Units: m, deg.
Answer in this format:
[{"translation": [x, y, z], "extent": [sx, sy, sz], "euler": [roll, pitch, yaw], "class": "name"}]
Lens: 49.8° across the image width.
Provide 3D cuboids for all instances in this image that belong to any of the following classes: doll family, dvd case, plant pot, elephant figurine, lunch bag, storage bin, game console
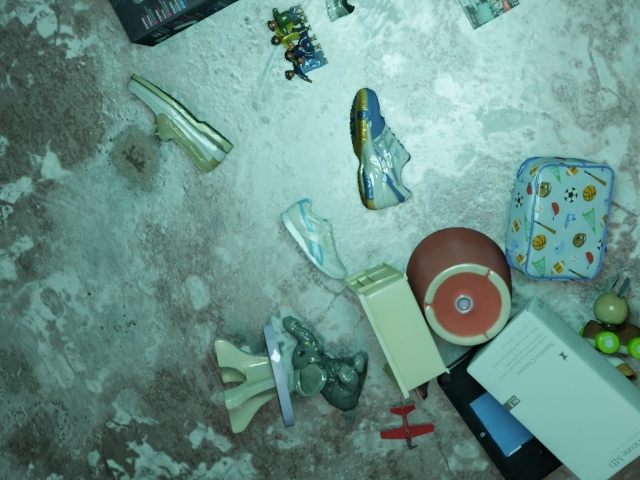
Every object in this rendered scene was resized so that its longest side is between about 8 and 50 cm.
[{"translation": [-0.062, -0.470, 1.663], "extent": [0.111, 0.076, 0.193], "euler": [-27, 101, 6], "class": "doll family"}, {"translation": [0.397, -0.566, 1.627], "extent": [0.119, 0.013, 0.087], "euler": [-29, 97, 9], "class": "dvd case"}, {"translation": [0.339, 0.121, 1.656], "extent": [0.274, 0.243, 0.275], "euler": [1, 102, 6], "class": "plant pot"}, {"translation": [-0.005, 0.334, 1.797], "extent": [0.239, 0.186, 0.169], "euler": [13, 146, 14], "class": "elephant figurine"}, {"translation": [0.578, -0.045, 1.649], "extent": [0.243, 0.115, 0.304], "euler": [1, 104, -16], "class": "lunch bag"}, {"translation": [0.173, 0.203, 1.671], "extent": [0.123, 0.260, 0.262], "euler": [-26, 98, -5], "class": "storage bin"}, {"translation": [0.529, 0.396, 1.742], "extent": [0.342, 0.060, 0.387], "euler": [-36, 96, -6], "class": "game console"}]

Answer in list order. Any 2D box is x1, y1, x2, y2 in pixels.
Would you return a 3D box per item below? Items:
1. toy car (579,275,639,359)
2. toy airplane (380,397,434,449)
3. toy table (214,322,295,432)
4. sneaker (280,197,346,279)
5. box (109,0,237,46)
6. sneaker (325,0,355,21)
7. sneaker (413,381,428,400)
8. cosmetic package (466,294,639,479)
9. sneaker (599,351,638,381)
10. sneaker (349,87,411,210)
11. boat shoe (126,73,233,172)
[{"translation": [0.729, 0.180, 1.684], "extent": [0.148, 0.155, 0.189], "euler": [10, 90, 4], "class": "toy car"}, {"translation": [0.231, 0.495, 1.851], "extent": [0.151, 0.028, 0.151], "euler": [1, 101, 4], "class": "toy airplane"}, {"translation": [-0.171, 0.363, 1.770], "extent": [0.160, 0.252, 0.275], "euler": [-12, 89, -8], "class": "toy table"}, {"translation": [0.000, 0.000, 1.746], "extent": [0.092, 0.087, 0.229], "euler": [-37, 98, 9], "class": "sneaker"}, {"translation": [-0.340, -0.584, 1.620], "extent": [0.270, 0.165, 0.143], "euler": [-25, 98, 10], "class": "box"}, {"translation": [0.044, -0.611, 1.630], "extent": [0.074, 0.063, 0.171], "euler": [-8, 105, 8], "class": "sneaker"}, {"translation": [0.262, 0.362, 1.774], "extent": [0.065, 0.158, 0.061], "euler": [-38, 54, -3], "class": "sneaker"}, {"translation": [0.553, 0.340, 1.569], "extent": [0.385, 0.156, 0.217], "euler": [43, 114, 11], "class": "cosmetic package"}, {"translation": [0.660, 0.418, 1.659], "extent": [0.105, 0.123, 0.290], "euler": [21, 97, -28], "class": "sneaker"}, {"translation": [0.151, -0.227, 1.689], "extent": [0.130, 0.112, 0.297], "euler": [-9, 102, -10], "class": "sneaker"}, {"translation": [-0.366, -0.289, 1.710], "extent": [0.302, 0.113, 0.103], "euler": [38, 97, -4], "class": "boat shoe"}]
